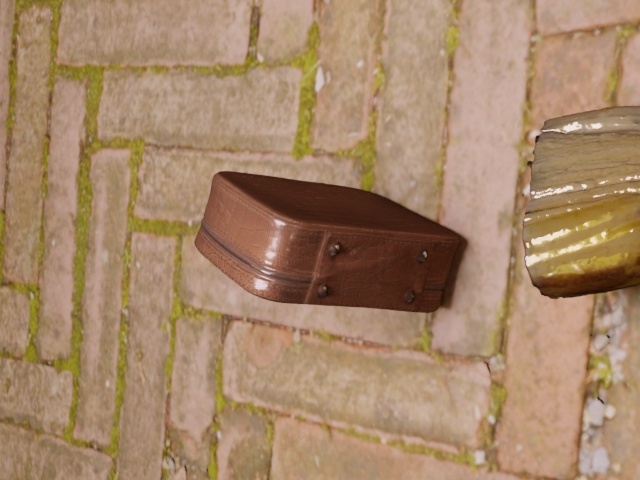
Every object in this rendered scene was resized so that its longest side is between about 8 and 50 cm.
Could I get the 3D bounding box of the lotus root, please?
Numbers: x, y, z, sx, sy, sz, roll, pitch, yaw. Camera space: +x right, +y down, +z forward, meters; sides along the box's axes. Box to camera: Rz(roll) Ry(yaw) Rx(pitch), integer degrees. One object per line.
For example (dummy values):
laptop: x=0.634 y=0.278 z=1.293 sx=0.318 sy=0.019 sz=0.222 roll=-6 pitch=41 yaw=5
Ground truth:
lotus root: x=0.209 y=-0.020 z=0.924 sx=0.135 sy=0.095 sz=0.159 roll=-8 pitch=45 yaw=40

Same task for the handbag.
handbag: x=0.000 y=0.000 z=1.057 sx=0.151 sy=0.193 sz=0.072 roll=31 pitch=111 yaw=46
